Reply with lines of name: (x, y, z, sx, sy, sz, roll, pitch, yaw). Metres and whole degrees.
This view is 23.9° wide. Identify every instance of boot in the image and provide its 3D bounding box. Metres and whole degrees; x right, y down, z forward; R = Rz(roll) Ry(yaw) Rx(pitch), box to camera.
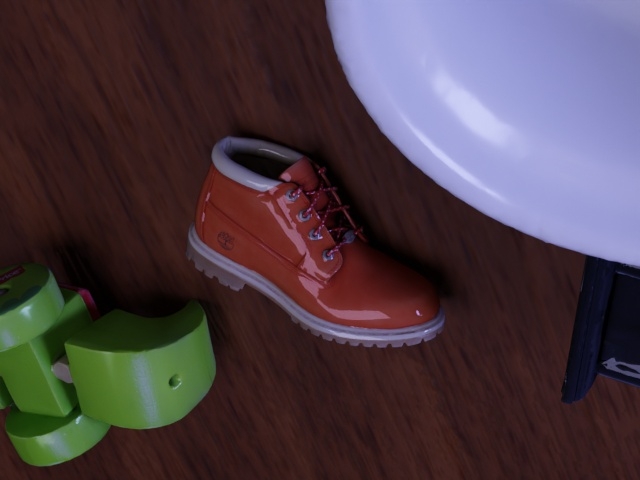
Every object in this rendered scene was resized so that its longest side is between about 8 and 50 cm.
boot: (0.000, 0.000, 0.824, 0.158, 0.059, 0.085, 24, 126, 15)

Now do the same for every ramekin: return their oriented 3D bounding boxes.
ramekin: (0.149, -0.120, 0.545, 0.277, 0.135, 0.277, 9, 144, 6)

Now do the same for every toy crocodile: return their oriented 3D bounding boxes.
toy crocodile: (-0.221, 0.067, 0.981, 0.340, 0.105, 0.115, 0, 122, 36)

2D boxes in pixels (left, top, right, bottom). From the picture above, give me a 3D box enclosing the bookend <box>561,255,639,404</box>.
bookend: (0.205, 0.021, 0.706, 0.156, 0.072, 0.157, 18, 130, 18)
